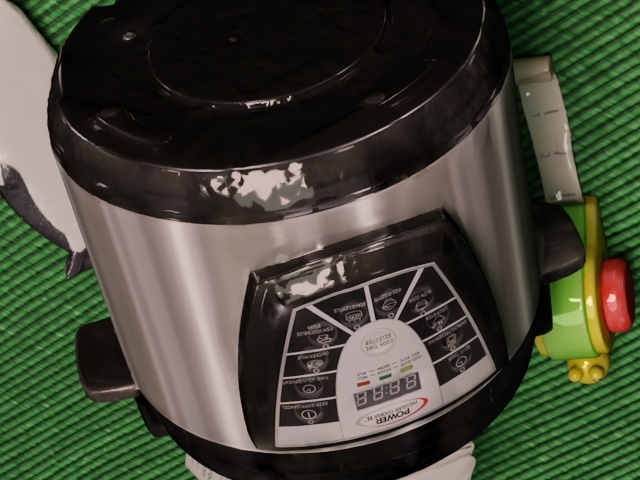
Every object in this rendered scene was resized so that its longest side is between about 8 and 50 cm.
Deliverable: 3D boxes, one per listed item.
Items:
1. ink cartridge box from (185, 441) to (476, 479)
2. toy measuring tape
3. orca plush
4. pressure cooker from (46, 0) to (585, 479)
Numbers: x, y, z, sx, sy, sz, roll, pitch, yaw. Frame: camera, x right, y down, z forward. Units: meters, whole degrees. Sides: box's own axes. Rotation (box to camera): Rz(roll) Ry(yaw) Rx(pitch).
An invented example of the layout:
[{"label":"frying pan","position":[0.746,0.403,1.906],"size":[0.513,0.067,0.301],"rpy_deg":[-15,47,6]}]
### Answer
[{"label":"ink cartridge box","position":[0.001,0.208,1.636],"size":[0.278,0.117,0.201],"rpy_deg":[40,134,36]},{"label":"toy measuring tape","position":[0.216,0.001,1.534],"size":[0.121,0.121,0.330],"rpy_deg":[-6,120,18]},{"label":"orca plush","position":[-0.282,-0.110,1.635],"size":[0.151,0.102,0.287],"rpy_deg":[-43,123,-13]},{"label":"pressure cooker","position":[0.001,-0.004,1.396],"size":[0.370,0.375,0.420],"rpy_deg":[15,137,29]}]
